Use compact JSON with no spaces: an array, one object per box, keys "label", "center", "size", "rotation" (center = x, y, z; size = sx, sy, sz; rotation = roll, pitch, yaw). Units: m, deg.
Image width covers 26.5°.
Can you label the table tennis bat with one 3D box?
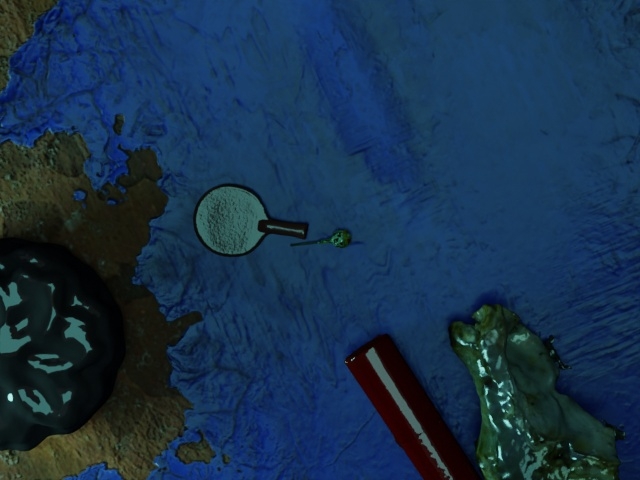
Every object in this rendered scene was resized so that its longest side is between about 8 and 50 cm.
[{"label":"table tennis bat","center":[-0.094,-0.022,1.812],"size":[0.155,0.019,0.098],"rotation":[8,97,4]}]

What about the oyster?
[{"label":"oyster","center":[0.282,0.238,1.768],"size":[0.198,0.133,0.337],"rotation":[-23,81,31]}]

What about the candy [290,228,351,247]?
[{"label":"candy","center":[0.000,0.000,1.811],"size":[0.083,0.025,0.023],"rotation":[-4,55,11]}]

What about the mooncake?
[{"label":"mooncake","center":[-0.400,0.138,1.788],"size":[0.283,0.141,0.283],"rotation":[1,100,4]}]

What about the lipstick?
[{"label":"lipstick","center":[0.135,0.257,1.814],"size":[0.073,0.073,0.279],"rotation":[-33,94,6]}]
